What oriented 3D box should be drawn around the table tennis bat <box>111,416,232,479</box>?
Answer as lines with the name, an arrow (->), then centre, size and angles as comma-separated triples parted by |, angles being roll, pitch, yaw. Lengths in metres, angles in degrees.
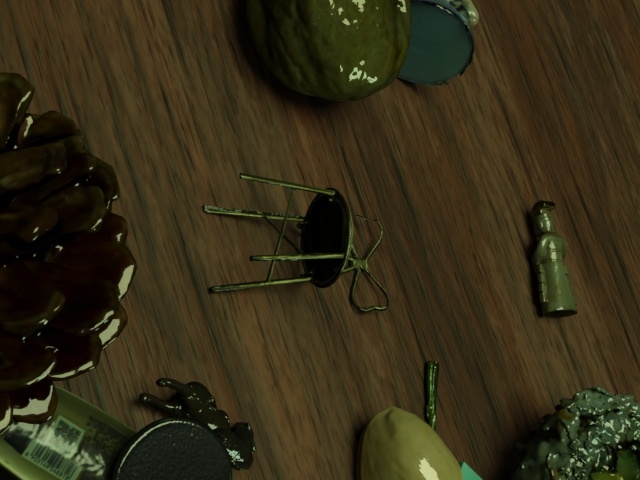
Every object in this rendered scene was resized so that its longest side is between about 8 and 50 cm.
table tennis bat -> -0.201, 0.309, 1.245 | 0.236, 0.027, 0.150 | -40, 106, -27

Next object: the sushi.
sushi -> 0.468, 0.439, 1.715 | 0.417, 0.175, 0.418 | 26, 49, -34

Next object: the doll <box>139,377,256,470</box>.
doll -> -0.143, 0.243, 1.392 | 0.139, 0.057, 0.165 | 52, 17, 24

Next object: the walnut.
walnut -> 0.013, -0.353, 1.677 | 0.282, 0.227, 0.283 | 0, 96, -3

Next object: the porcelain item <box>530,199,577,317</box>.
porcelain item -> 0.417, 0.032, 1.947 | 0.084, 0.054, 0.213 | 8, 67, -39

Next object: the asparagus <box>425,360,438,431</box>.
asparagus -> 0.173, 0.297, 1.660 | 0.023, 0.022, 0.233 | 71, 19, -60

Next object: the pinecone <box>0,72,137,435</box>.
pinecone -> -0.380, 0.008, 1.105 | 0.397, 0.397, 0.398 | 16, 62, -33

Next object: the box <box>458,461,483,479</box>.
box -> 0.258, 0.474, 1.636 | 0.229, 0.041, 0.162 | 45, 50, -15

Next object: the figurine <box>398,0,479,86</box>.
figurine -> 0.212, -0.501, 1.904 | 0.276, 0.248, 0.388 | 21, 53, -3

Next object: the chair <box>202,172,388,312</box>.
chair -> 0.000, 0.000, 1.564 | 0.325, 0.170, 0.160 | 6, 66, -30

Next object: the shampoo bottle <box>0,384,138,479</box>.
shampoo bottle -> -0.254, 0.283, 1.280 | 0.350, 0.084, 0.126 | 36, 57, -22

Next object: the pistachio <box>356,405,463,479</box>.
pistachio -> 0.126, 0.341, 1.538 | 0.145, 0.117, 0.201 | -26, 80, -17
